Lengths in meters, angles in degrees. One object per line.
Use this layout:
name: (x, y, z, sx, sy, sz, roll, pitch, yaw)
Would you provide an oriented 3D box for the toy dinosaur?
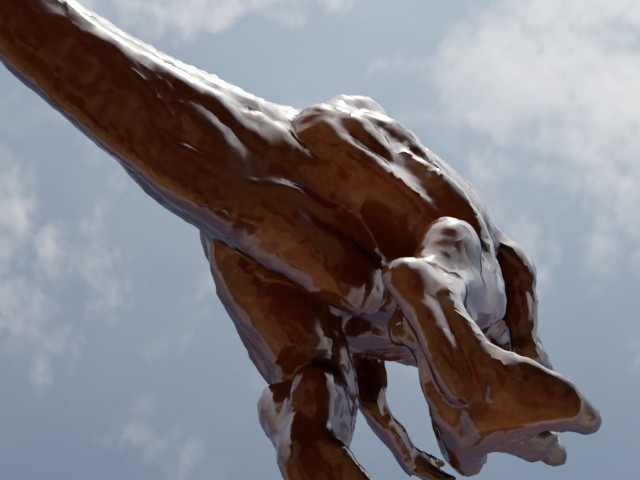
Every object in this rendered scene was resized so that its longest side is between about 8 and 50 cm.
toy dinosaur: (0.000, 0.000, 0.453, 0.097, 0.432, 0.208, -35, -133, 12)
